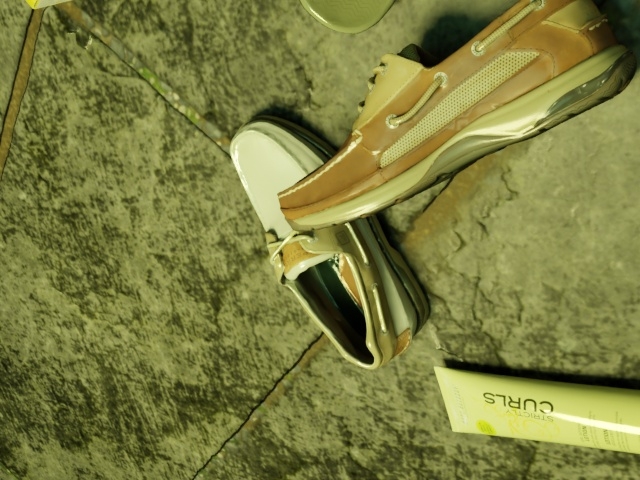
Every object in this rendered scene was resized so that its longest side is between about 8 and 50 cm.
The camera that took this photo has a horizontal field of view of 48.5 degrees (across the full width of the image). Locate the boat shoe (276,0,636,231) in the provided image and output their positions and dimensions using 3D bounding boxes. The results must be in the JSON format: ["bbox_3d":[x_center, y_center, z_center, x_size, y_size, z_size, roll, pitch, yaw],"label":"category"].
[{"bbox_3d":[0.098,-0.113,0.626,0.324,0.122,0.119,-26,90,24],"label":"boat shoe"}]

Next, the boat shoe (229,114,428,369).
[{"bbox_3d":[0.000,0.000,0.758,0.302,0.103,0.113,51,130,-3],"label":"boat shoe"}]

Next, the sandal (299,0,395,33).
[{"bbox_3d":[0.048,-0.305,0.548,0.120,0.086,0.302,19,126,-6],"label":"sandal"}]

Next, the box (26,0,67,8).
[{"bbox_3d":[-0.238,-0.321,0.724,0.043,0.105,0.179,50,129,-3],"label":"box"}]

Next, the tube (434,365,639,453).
[{"bbox_3d":[0.236,0.181,0.747,0.240,0.062,0.070,-1,75,38],"label":"tube"}]
